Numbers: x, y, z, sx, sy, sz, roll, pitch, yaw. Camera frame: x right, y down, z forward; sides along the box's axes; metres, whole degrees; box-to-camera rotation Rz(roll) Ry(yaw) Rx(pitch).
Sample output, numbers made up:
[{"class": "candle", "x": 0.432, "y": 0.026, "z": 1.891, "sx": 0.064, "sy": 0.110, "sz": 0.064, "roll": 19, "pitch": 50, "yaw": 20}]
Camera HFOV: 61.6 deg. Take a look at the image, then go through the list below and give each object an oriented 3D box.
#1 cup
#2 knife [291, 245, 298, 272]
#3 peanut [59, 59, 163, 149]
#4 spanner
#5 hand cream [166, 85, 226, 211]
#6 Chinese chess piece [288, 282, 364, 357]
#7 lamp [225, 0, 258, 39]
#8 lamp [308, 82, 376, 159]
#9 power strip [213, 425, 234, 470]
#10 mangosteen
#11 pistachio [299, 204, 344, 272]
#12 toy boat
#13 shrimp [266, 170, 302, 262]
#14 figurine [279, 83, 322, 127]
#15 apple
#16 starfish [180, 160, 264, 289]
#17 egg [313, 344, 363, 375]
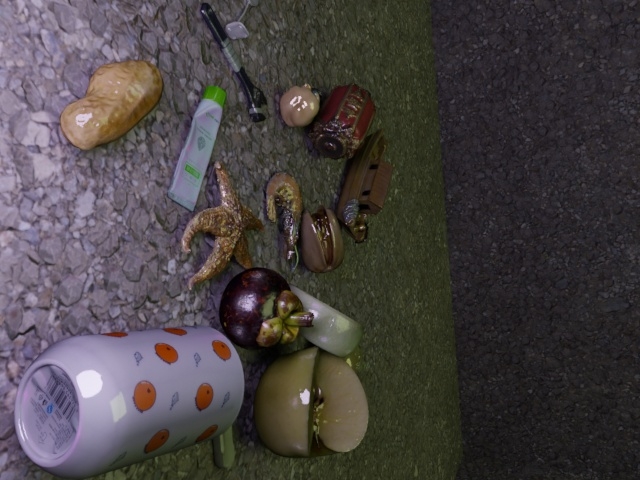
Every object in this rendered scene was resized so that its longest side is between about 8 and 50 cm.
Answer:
[{"class": "cup", "x": -0.300, "y": 0.249, "z": 0.871, "sx": 0.317, "sy": 0.213, "sz": 0.212, "roll": 14, "pitch": 77, "yaw": -62}, {"class": "knife", "x": -0.075, "y": 0.002, "z": 1.539, "sx": 0.026, "sy": 0.022, "sz": 0.183, "roll": -2, "pitch": 92, "yaw": -34}, {"class": "peanut", "x": -0.353, "y": -0.234, "z": 0.911, "sx": 0.108, "sy": 0.095, "sz": 0.225, "roll": 52, "pitch": 46, "yaw": -28}, {"class": "spanner", "x": -0.202, "y": -0.426, "z": 1.298, "sx": 0.315, "sy": 0.024, "sz": 0.087, "roll": 61, "pitch": 37, "yaw": -42}, {"class": "hand cream", "x": -0.263, "y": -0.203, "z": 1.154, "sx": 0.079, "sy": 0.050, "sz": 0.275, "roll": 24, "pitch": 71, "yaw": -32}, {"class": "Chinese chess piece", "x": -0.007, "y": 0.211, "z": 1.423, "sx": 0.101, "sy": 0.250, "sz": 0.250, "roll": -59, "pitch": 148, "yaw": -5}, {"class": "lamp", "x": -0.177, "y": -0.564, "z": 1.319, "sx": 0.050, "sy": 0.056, "sz": 0.198, "roll": 55, "pitch": 39, "yaw": -44}, {"class": "lamp", "x": 0.071, "y": -0.374, "z": 1.680, "sx": 0.273, "sy": 0.177, "sz": 0.177, "roll": -65, "pitch": 144, "yaw": -40}, {"class": "power strip", "x": -0.223, "y": 0.432, "z": 1.222, "sx": 0.048, "sy": 0.030, "sz": 0.190, "roll": -14, "pitch": 102, "yaw": -62}, {"class": "mangosteen", "x": -0.120, "y": 0.161, "z": 1.231, "sx": 0.192, "sy": 0.217, "sz": 0.192, "roll": 6, "pitch": 90, "yaw": -69}, {"class": "pistachio", "x": 0.000, "y": 0.000, "z": 1.585, "sx": 0.130, "sy": 0.131, "sz": 0.205, "roll": -14, "pitch": 101, "yaw": -20}, {"class": "toy boat", "x": 0.164, "y": -0.207, "z": 1.868, "sx": 0.136, "sy": 0.162, "sz": 0.445, "roll": 54, "pitch": 43, "yaw": -46}, {"class": "shrimp", "x": -0.102, "y": -0.066, "z": 1.466, "sx": 0.144, "sy": 0.052, "sz": 0.250, "roll": 7, "pitch": 75, "yaw": -53}, {"class": "figurine", "x": -0.047, "y": -0.386, "z": 1.528, "sx": 0.108, "sy": 0.114, "sz": 0.196, "roll": 57, "pitch": 23, "yaw": -9}, {"class": "apple", "x": -0.043, "y": 0.415, "z": 1.363, "sx": 0.295, "sy": 0.234, "sz": 0.257, "roll": 23, "pitch": 53, "yaw": -51}, {"class": "starfish", "x": -0.204, "y": -0.014, "z": 1.228, "sx": 0.302, "sy": 0.060, "sz": 0.298, "roll": 34, "pitch": 59, "yaw": -61}, {"class": "egg", "x": 0.045, "y": 0.361, "z": 1.625, "sx": 0.201, "sy": 0.165, "sz": 0.164, "roll": -66, "pitch": 144, "yaw": -48}]
